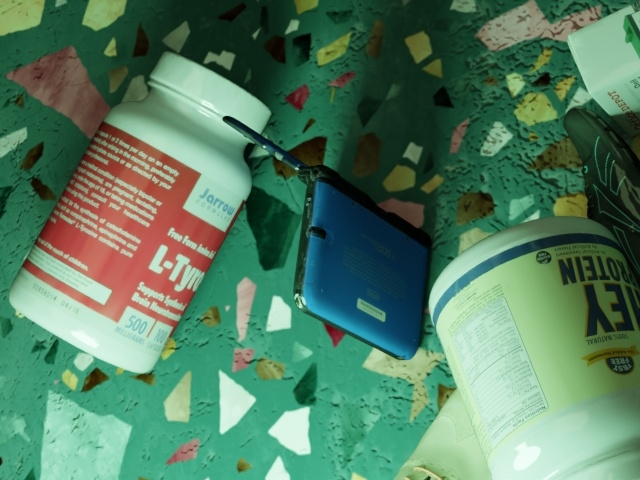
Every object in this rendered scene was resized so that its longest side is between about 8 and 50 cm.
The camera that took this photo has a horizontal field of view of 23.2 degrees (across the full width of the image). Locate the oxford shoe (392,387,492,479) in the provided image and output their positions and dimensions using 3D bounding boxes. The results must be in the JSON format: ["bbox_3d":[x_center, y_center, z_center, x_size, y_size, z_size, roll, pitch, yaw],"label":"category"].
[{"bbox_3d":[0.132,0.325,1.841,0.140,0.146,0.397,16,78,36],"label":"oxford shoe"}]

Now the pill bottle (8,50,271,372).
[{"bbox_3d":[-0.238,-0.042,2.144,0.229,0.229,0.408,27,88,34],"label":"pill bottle"}]

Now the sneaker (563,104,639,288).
[{"bbox_3d":[0.355,-0.051,1.879,0.106,0.101,0.267,-39,57,15],"label":"sneaker"}]

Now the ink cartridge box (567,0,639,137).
[{"bbox_3d":[0.429,-0.227,1.863,0.219,0.160,0.093,-26,61,21],"label":"ink cartridge box"}]

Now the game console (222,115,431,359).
[{"bbox_3d":[0.000,0.000,1.951,0.173,0.293,0.250,-2,72,31],"label":"game console"}]

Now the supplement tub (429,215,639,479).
[{"bbox_3d":[0.276,0.162,1.738,0.235,0.235,0.325,-30,58,18],"label":"supplement tub"}]
